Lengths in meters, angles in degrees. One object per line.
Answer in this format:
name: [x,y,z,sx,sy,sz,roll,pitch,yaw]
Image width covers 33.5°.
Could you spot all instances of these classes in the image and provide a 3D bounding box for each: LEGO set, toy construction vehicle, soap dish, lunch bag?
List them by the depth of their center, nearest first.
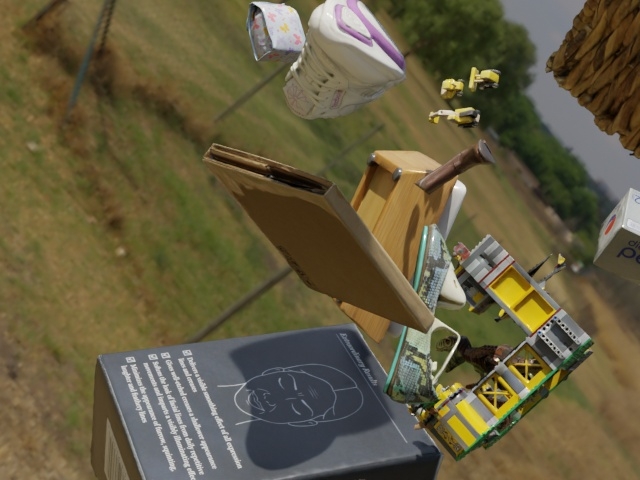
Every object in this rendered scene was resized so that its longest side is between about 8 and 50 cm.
LEGO set: [0.197,0.122,1.300,0.192,0.255,0.331,48,15,17]
lunch bag: [-0.065,-0.299,1.514,0.071,0.053,0.083,-6,77,-43]
toy construction vehicle: [0.204,-0.208,1.530,0.098,0.086,0.035,5,-13,44]
soap dish: [0.106,-0.004,1.721,0.118,0.291,0.229,22,9,-16]

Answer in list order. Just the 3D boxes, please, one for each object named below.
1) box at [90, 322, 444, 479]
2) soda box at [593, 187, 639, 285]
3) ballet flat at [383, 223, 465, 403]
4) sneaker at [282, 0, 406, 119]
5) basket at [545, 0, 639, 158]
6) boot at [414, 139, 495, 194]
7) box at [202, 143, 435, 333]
box: [-0.087,0.298,1.453,0.395,0.212,0.293,-5,34,-23]
soda box: [0.561,0.038,1.585,0.286,0.098,0.091,25,49,0]
ballet flat: [0.115,0.078,1.083,0.070,0.189,0.070,14,-13,3]
sneaker: [0.022,-0.197,1.265,0.114,0.152,0.305,55,7,7]
basket: [0.335,-0.178,0.691,0.213,0.223,0.299,47,-33,17]
boot: [0.180,-0.095,1.449,0.037,0.114,0.106,61,13,0]
box: [0.000,0.000,0.944,0.164,0.021,0.201,19,-25,45]
